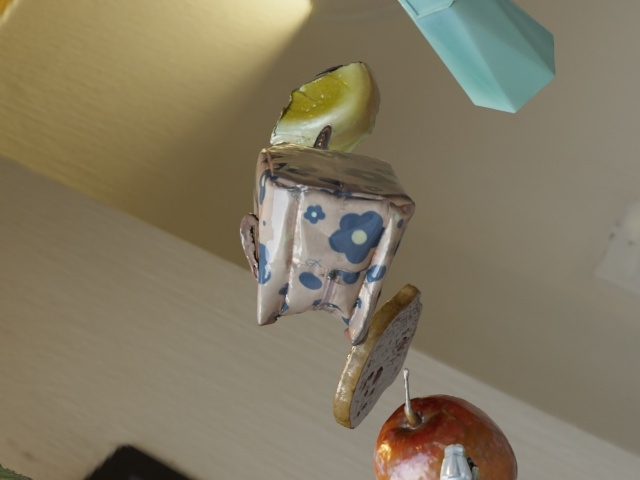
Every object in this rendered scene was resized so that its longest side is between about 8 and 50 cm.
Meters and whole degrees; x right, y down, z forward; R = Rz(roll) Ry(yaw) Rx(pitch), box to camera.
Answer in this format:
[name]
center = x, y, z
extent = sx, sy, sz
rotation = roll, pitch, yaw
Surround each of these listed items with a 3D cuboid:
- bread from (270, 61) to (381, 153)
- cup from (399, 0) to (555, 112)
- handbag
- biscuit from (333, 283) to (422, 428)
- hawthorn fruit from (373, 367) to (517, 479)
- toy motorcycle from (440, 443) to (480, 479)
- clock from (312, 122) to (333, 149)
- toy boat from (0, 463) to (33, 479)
[bread]
center = 0.021, -0.233, 2.452
extent = 0.261, 0.156, 0.158
rotation = -26, -33, -4
[cup]
center = 0.215, -0.289, 1.676
extent = 0.236, 0.148, 0.134
rotation = 33, -103, -48
[handbag]
center = 0.000, 0.000, 1.449
extent = 0.251, 0.190, 0.193
rotation = -102, 21, -74
[biscuit]
center = 0.098, 0.204, 2.150
extent = 0.257, 0.049, 0.273
rotation = -46, -22, -40
[hawthorn fruit]
center = 0.195, 0.373, 2.059
extent = 0.235, 0.263, 0.231
rotation = -53, -11, 11
[toy motorcycle]
center = 0.205, 0.415, 1.781
extent = 0.151, 0.074, 0.228
rotation = 39, -131, -55
[clock]
center = 0.003, -0.186, 2.326
extent = 0.010, 0.074, 0.083
rotation = 23, -107, -23
[toy boat]
center = -0.507, 0.437, 2.041
extent = 0.093, 0.055, 0.293
rotation = -26, -39, 11
